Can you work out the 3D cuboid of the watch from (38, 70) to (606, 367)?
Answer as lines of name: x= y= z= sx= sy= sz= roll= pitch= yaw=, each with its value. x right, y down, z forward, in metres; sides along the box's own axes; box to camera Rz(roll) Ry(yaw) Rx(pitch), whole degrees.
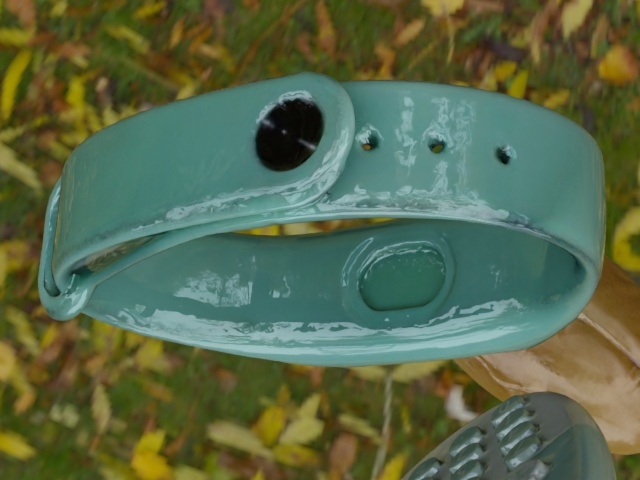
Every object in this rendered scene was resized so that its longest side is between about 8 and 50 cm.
watch: x=0.000 y=0.000 z=0.779 sx=0.237 sy=0.068 sz=0.195 roll=-6 pitch=160 yaw=30

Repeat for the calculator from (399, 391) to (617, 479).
calculator: x=0.033 y=0.083 z=0.477 sx=0.095 sy=0.153 sz=0.021 roll=-39 pitch=103 yaw=17

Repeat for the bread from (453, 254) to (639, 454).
bread: x=0.142 y=0.050 z=1.178 sx=0.189 sy=0.114 sz=0.077 roll=36 pitch=145 yaw=15
